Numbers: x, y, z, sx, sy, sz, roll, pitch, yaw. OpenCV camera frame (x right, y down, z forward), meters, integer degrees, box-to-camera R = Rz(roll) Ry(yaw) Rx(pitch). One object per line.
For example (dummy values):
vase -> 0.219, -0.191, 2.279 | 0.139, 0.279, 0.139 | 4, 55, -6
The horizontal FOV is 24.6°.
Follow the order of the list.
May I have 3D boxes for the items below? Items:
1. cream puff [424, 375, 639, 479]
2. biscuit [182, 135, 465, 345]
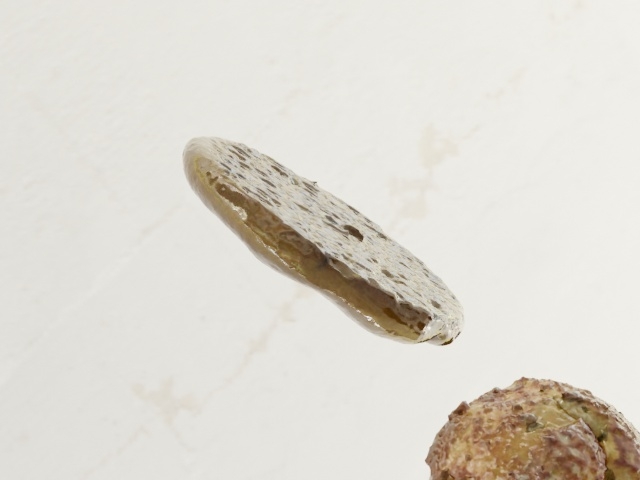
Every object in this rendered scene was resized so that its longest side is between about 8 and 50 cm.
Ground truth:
cream puff -> 0.206, 0.235, 1.315 | 0.240, 0.164, 0.240 | 5, -111, -12
biscuit -> 0.000, 0.000, 0.935 | 0.212, 0.212, 0.036 | 25, -77, -38
